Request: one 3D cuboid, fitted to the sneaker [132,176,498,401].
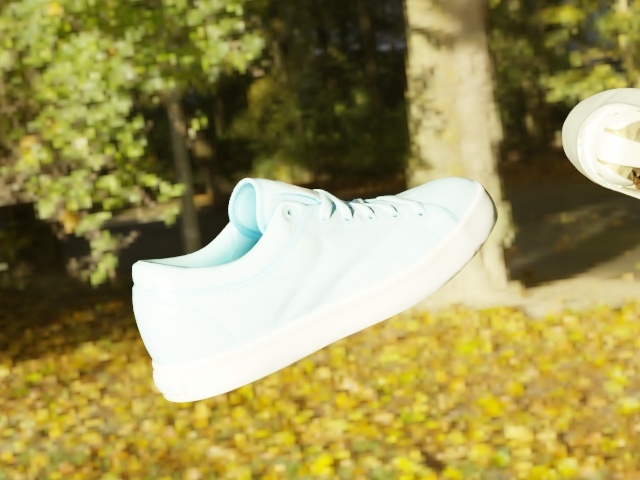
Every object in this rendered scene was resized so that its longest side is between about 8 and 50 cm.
[{"bbox_3d":[0.000,0.000,1.277,0.366,0.150,0.135,-29,20,-27],"label":"sneaker"}]

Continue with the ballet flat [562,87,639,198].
[{"bbox_3d":[0.220,-0.055,0.931,0.068,0.072,0.213,1,16,-39],"label":"ballet flat"}]
